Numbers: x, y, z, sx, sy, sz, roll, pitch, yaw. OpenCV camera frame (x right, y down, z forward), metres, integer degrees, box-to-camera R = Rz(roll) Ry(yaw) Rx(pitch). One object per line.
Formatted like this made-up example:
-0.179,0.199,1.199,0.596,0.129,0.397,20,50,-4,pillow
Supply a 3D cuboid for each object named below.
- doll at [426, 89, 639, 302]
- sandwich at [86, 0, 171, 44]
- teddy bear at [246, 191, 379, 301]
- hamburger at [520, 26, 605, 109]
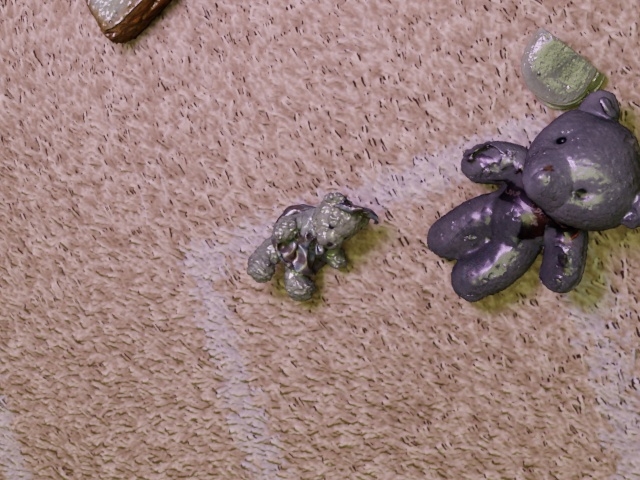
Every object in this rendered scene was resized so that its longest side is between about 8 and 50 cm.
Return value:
0.296,-0.045,1.378,0.340,0.158,0.246,-31,74,19,doll
-0.313,-0.485,1.551,0.249,0.095,0.273,-42,82,11,sandwich
-0.007,-0.009,1.497,0.133,0.111,0.213,33,119,-31,teddy bear
0.335,-0.235,1.407,0.121,0.054,0.084,36,101,3,hamburger
